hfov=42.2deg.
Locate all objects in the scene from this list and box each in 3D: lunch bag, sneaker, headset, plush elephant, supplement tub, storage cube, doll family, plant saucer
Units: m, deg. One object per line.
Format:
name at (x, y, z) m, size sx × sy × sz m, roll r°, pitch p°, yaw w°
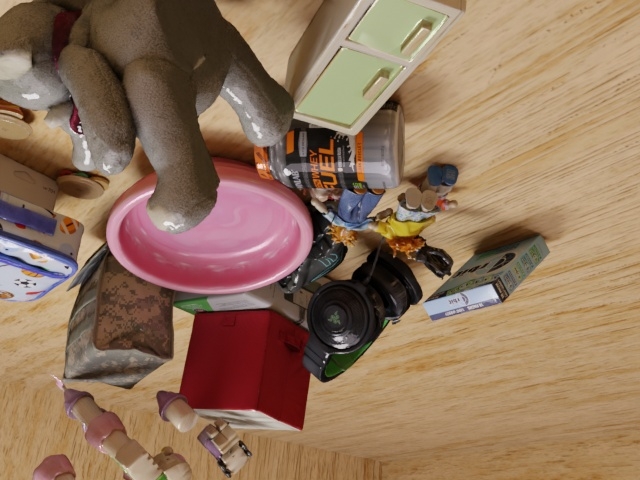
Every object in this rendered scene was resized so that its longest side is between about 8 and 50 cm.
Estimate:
lunch bag at (-0.551, -0.006, 1.335) m, size 0.303 × 0.115 × 0.243 m, roll 23°, pitch 148°, yaw -36°
sneaker at (0.000, 0.000, 1.470) m, size 0.106 × 0.101 × 0.267 m, roll -17°, pitch 162°, yaw -32°
headset at (0.105, 0.123, 1.503) m, size 0.185 × 0.243 × 0.394 m, roll 38°, pitch 135°, yaw 20°
lunch bag at (-0.369, 0.103, 1.527) m, size 0.168 × 0.287 × 0.235 m, roll 13°, pitch 153°, yaw -27°
plush elephant at (-0.231, -0.170, 0.867) m, size 0.255 × 0.272 × 0.330 m, roll -12°, pitch 122°, yaw 30°
supplement tub at (0.014, -0.127, 1.108) m, size 0.190 × 0.117 × 0.117 m, roll 0°, pitch 156°, yaw 12°
storage cube at (-0.140, 0.258, 1.629) m, size 0.214 × 0.193 × 0.183 m, roll -4°, pitch 155°, yaw 28°
doll family at (0.082, -0.044, 1.276) m, size 0.262 × 0.119 × 0.163 m, roll 11°, pitch 153°, yaw -6°
plant saucer at (-0.178, -0.028, 1.360) m, size 0.331 × 0.084 × 0.332 m, roll -3°, pitch 145°, yaw -2°

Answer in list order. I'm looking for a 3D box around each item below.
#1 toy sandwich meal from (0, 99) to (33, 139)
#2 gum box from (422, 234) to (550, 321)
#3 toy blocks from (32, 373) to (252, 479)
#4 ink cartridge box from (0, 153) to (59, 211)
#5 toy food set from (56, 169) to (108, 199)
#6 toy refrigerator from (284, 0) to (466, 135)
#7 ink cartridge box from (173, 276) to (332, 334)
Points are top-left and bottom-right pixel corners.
toy sandwich meal at (-0.463, -0.178, 1.223) m, size 0.085 × 0.029 × 0.085 m, roll 5°, pitch 162°, yaw 2°
gum box at (0.286, 0.064, 1.431) m, size 0.157 × 0.184 × 0.041 m, roll -22°, pitch 101°, yaw 48°
toy blocks at (-0.351, 0.375, 1.526) m, size 0.260 × 0.309 × 0.289 m, roll 33°, pitch 156°, yaw 37°
ink cartridge box at (-0.566, -0.070, 1.429) m, size 0.190 × 0.082 × 0.139 m, roll -13°, pitch 150°, yaw 39°
toy food set at (-0.407, -0.094, 1.408) m, size 0.082 × 0.020 × 0.083 m, roll 21°, pitch 153°, yaw -31°
toy refrigerator at (0.049, -0.219, 0.914) m, size 0.102 × 0.094 × 0.269 m, roll 14°, pitch 155°, yaw -18°
ink cartridge box at (-0.125, 0.113, 1.690) m, size 0.211 × 0.122 × 0.289 m, roll -11°, pitch 152°, yaw 37°
